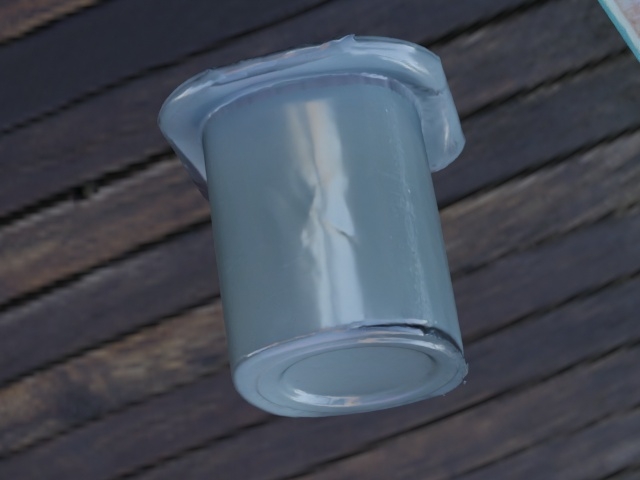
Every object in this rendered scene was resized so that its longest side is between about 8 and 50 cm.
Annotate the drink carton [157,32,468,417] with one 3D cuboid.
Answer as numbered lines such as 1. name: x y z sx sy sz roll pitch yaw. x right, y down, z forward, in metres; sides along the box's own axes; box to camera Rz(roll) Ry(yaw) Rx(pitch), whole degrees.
1. drink carton: 0.000 0.000 1.087 0.185 0.189 0.191 -8 155 8

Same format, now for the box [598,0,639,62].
1. box: 0.133 -0.201 0.791 0.041 0.162 0.229 -34 90 44
